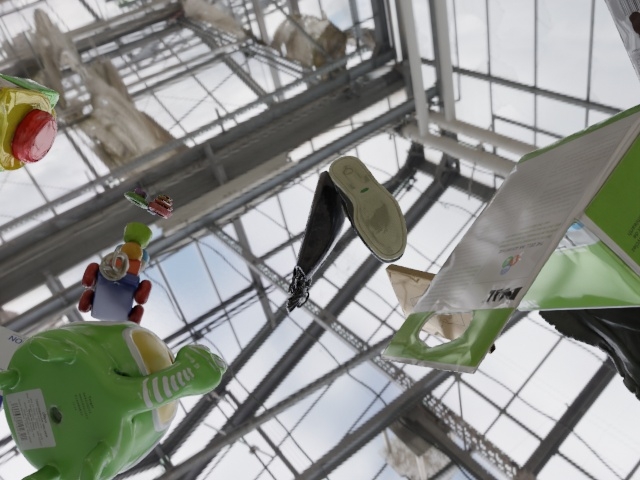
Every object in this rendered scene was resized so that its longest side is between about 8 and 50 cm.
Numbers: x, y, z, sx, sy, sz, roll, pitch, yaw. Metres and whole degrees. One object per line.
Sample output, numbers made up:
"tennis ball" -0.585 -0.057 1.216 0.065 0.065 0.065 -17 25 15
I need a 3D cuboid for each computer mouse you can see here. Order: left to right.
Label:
"computer mouse" 0.000 0.000 1.213 0.072 0.272 0.188 15 -165 -2

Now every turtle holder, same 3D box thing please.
"turtle holder" -0.317 0.213 0.929 0.243 0.320 0.227 47 -155 14

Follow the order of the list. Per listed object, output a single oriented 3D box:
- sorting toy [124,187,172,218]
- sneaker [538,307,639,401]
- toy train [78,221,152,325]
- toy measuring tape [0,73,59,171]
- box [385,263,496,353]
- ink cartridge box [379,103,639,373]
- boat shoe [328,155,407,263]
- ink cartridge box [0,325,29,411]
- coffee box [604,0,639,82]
"sorting toy" -0.325 -0.079 1.203 0.102 0.061 0.042 26 -104 10
"sneaker" 0.325 0.077 0.580 0.109 0.130 0.286 6 -156 -32
"toy train" -0.311 0.027 1.007 0.105 0.248 0.143 20 -129 -12
"toy measuring tape" -0.392 -0.132 0.699 0.121 0.121 0.330 -11 -171 5
"box" 0.227 0.128 1.181 0.201 0.164 0.021 12 -135 46
"ink cartridge box" 0.182 0.027 0.510 0.255 0.097 0.189 -51 -173 -15
"boat shoe" 0.086 -0.047 1.068 0.084 0.079 0.233 -22 -128 -7
"ink cartridge box" -0.695 0.245 1.217 0.223 0.045 0.224 23 -150 -4
"coffee box" 0.521 -0.255 0.835 0.168 0.297 0.119 -43 -162 -29
